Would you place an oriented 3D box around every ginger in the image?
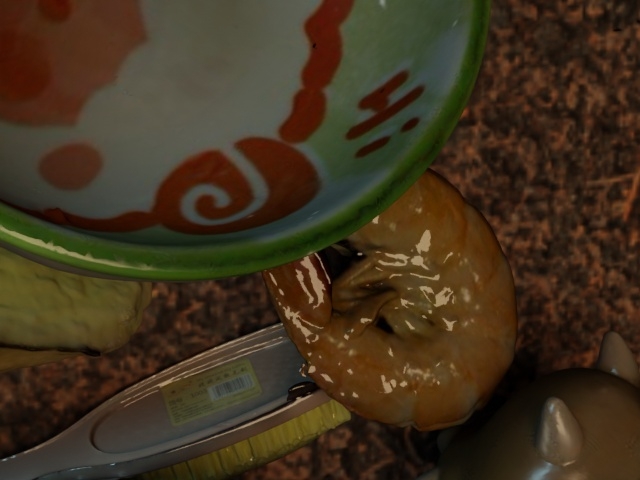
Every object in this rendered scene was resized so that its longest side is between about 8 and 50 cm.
[{"bbox_3d":[-0.184,0.042,0.722,0.193,0.115,0.122,12,120,-27],"label":"ginger"}]

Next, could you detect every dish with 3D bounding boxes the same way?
[{"bbox_3d":[-0.094,-0.126,0.626,0.324,0.124,0.324,8,70,-22],"label":"dish"}]

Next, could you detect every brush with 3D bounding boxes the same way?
[{"bbox_3d":[-0.119,0.128,0.770,0.313,0.072,0.067,-21,121,-11],"label":"brush"}]

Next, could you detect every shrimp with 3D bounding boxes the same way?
[{"bbox_3d":[0.000,0.000,0.747,0.287,0.063,0.152,35,60,-24],"label":"shrimp"}]

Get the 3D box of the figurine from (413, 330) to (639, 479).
[{"bbox_3d":[0.131,0.171,0.807,0.177,0.247,0.173,-36,75,-31],"label":"figurine"}]
